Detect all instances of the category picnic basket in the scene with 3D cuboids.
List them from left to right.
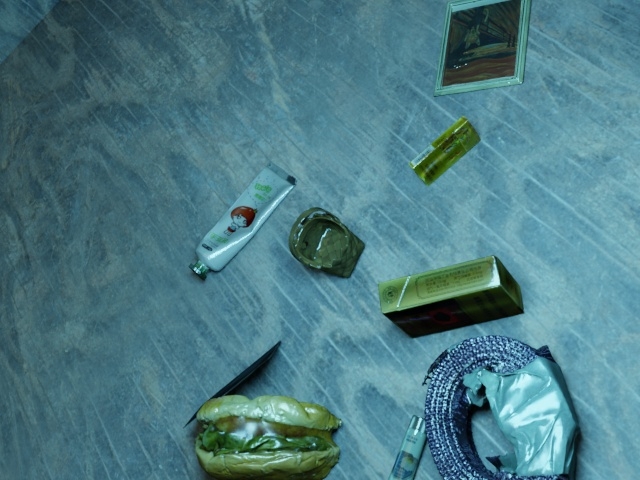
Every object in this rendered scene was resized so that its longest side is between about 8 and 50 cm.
[{"bbox_3d":[0.000,0.000,1.763,0.137,0.178,0.128,22,79,38],"label":"picnic basket"}]

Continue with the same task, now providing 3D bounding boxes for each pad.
[{"bbox_3d":[-0.187,0.306,1.754,0.243,0.163,0.004,-40,91,7],"label":"pad"}]

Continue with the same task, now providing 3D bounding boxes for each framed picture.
[{"bbox_3d":[0.373,-0.462,1.877,0.216,0.016,0.274,-4,64,30],"label":"framed picture"}]

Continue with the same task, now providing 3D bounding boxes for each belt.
[{"bbox_3d":[0.317,0.325,1.435,0.260,0.122,0.325,-27,55,23],"label":"belt"}]

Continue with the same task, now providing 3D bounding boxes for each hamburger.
[{"bbox_3d":[-0.145,0.403,1.629,0.329,0.209,0.162,-10,60,30],"label":"hamburger"}]

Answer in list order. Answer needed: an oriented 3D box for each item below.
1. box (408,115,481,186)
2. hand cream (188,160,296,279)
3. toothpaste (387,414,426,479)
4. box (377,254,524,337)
[{"bbox_3d":[0.269,-0.191,1.755,0.156,0.089,0.022,-40,53,6],"label":"box"},{"bbox_3d":[-0.195,-0.047,1.994,0.121,0.076,0.336,33,79,37],"label":"hand cream"},{"bbox_3d":[0.151,0.446,1.529,0.062,0.039,0.239,15,77,29],"label":"toothpaste"},{"bbox_3d":[0.251,0.111,1.563,0.240,0.159,0.071,-15,61,23],"label":"box"}]
